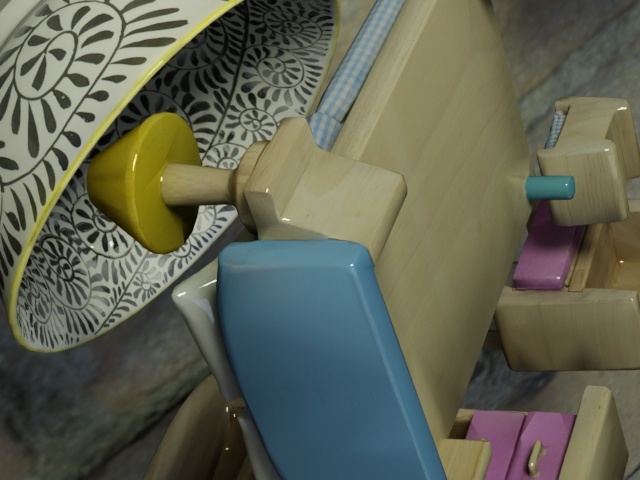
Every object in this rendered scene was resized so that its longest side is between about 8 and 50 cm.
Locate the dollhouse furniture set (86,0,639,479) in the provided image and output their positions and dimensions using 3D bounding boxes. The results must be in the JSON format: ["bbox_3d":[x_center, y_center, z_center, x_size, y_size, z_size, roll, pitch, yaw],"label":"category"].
[{"bbox_3d":[0.000,0.000,0.685,0.286,0.198,0.303,-66,147,-41],"label":"dollhouse furniture set"}]

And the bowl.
[{"bbox_3d":[-0.077,-0.048,0.617,0.170,0.080,0.170,-46,164,-17],"label":"bowl"}]
